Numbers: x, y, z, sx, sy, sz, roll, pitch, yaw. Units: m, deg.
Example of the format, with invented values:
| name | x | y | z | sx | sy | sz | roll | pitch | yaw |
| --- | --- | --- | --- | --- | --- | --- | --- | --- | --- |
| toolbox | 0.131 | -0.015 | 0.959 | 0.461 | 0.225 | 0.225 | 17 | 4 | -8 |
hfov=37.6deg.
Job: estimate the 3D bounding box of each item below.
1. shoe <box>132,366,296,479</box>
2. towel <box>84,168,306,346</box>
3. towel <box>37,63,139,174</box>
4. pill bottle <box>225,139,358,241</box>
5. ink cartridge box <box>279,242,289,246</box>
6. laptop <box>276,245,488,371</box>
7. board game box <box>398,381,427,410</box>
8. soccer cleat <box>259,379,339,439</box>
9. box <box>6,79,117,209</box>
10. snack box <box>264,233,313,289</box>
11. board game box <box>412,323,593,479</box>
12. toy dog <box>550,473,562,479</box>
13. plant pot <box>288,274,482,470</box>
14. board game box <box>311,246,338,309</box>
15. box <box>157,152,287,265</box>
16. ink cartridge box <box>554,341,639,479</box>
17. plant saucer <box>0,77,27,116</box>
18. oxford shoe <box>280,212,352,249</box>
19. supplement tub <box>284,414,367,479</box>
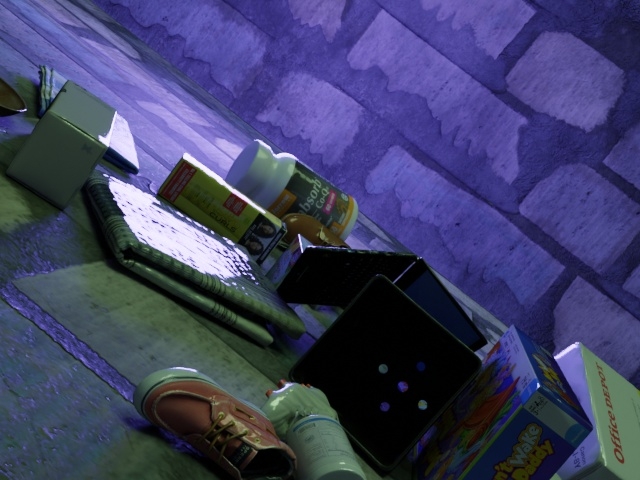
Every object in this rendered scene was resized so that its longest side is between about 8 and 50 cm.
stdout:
| name | x | y | z | sx | sy | sz | roll | pitch | yaw |
| --- | --- | --- | --- | --- | --- | --- | --- | --- | --- |
| shoe | -0.095 | 0.180 | 0.895 | 0.178 | 0.063 | 0.081 | 35 | 3 | -45 |
| towel | -0.195 | 0.026 | 1.385 | 0.324 | 0.056 | 0.312 | 29 | 9 | -32 |
| towel | -0.434 | -0.225 | 1.742 | 0.209 | 0.034 | 0.285 | 35 | 11 | -28 |
| pill bottle | -0.065 | -0.095 | 2.099 | 0.278 | 0.162 | 0.162 | 33 | 10 | -23 |
| ink cartridge box | 0.028 | 0.073 | 1.974 | 0.235 | 0.056 | 0.171 | 13 | -9 | 40 |
| laptop | 0.078 | 0.118 | 1.420 | 0.264 | 0.136 | 0.234 | 4 | -24 | -16 |
| board game box | 0.222 | 0.259 | 1.515 | 0.201 | 0.035 | 0.136 | 1 | 19 | -14 |
| soccer cleat | -0.022 | 0.203 | 1.074 | 0.076 | 0.068 | 0.196 | 44 | 7 | 17 |
| box | -0.365 | -0.145 | 1.353 | 0.094 | 0.113 | 0.275 | 34 | 8 | -18 |
| snack box | -0.052 | 0.052 | 1.599 | 0.037 | 0.100 | 0.141 | 37 | 8 | -11 |
| board game box | 0.219 | 0.252 | 1.211 | 0.078 | 0.233 | 0.347 | 38 | 9 | 1 |
| toy dog | 0.363 | 0.391 | 1.300 | 0.333 | 0.161 | 0.220 | 34 | 10 | -20 |
| plant pot | 0.099 | 0.189 | 1.290 | 0.188 | 0.187 | 0.167 | 41 | -4 | 21 |
| board game box | 0.012 | 0.069 | 1.779 | 0.154 | 0.026 | 0.103 | -18 | 51 | -45 |
| box | -0.177 | -0.058 | 1.718 | 0.232 | 0.087 | 0.058 | 37 | 9 | -12 |
| ink cartridge box | 0.510 | 0.391 | 1.564 | 0.384 | 0.160 | 0.279 | 38 | 31 | -20 |
| plant saucer | -0.536 | -0.241 | 1.406 | 0.198 | 0.036 | 0.198 | 36 | 9 | -7 |
| oxford shoe | 0.000 | 0.000 | 1.996 | 0.212 | 0.076 | 0.076 | 26 | 1 | -37 |
| supplement tub | 0.004 | 0.236 | 0.979 | 0.071 | 0.071 | 0.107 | 34 | 11 | -23 |
